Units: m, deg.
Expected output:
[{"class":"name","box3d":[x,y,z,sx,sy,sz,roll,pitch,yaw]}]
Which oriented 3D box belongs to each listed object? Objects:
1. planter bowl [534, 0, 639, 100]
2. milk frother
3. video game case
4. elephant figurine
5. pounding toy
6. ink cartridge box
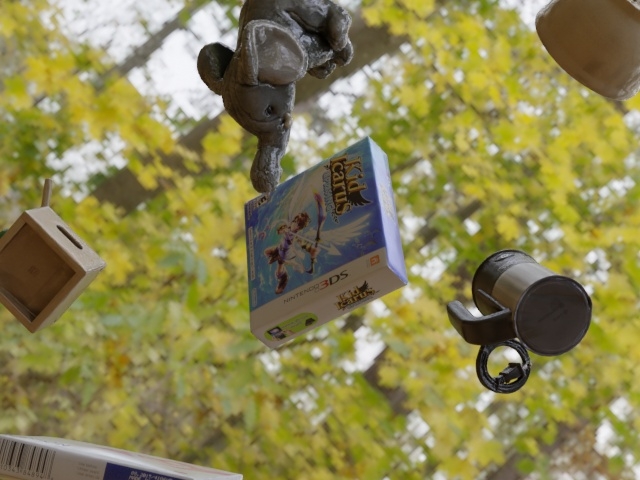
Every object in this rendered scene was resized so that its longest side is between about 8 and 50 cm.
[{"class":"planter bowl","box3d":[0.364,-0.269,1.508,0.162,0.162,0.109,47,-51,9]},{"class":"milk frother","box3d":[0.215,0.099,1.271,0.143,0.129,0.135,56,-2,-15]},{"class":"video game case","box3d":[0.000,0.000,1.850,0.061,0.244,0.269,43,29,-41]},{"class":"elephant figurine","box3d":[-0.071,-0.216,1.540,0.186,0.239,0.169,30,-35,15]},{"class":"pounding toy","box3d":[-0.355,0.016,1.542,0.141,0.130,0.100,44,13,3]},{"class":"ink cartridge box","box3d":[-0.295,0.357,1.864,0.324,0.071,0.330,9,-7,14]}]
